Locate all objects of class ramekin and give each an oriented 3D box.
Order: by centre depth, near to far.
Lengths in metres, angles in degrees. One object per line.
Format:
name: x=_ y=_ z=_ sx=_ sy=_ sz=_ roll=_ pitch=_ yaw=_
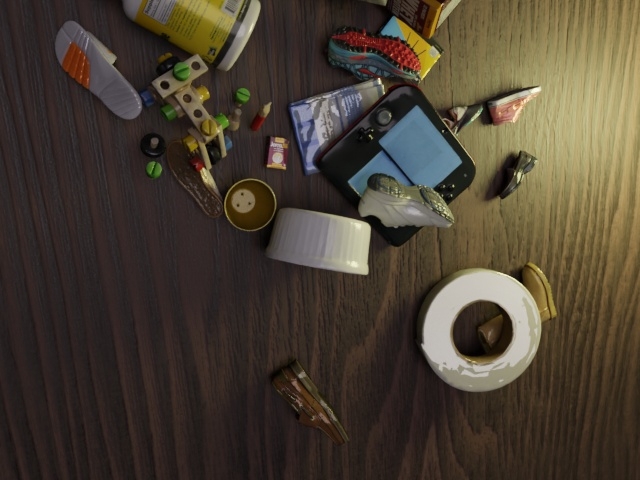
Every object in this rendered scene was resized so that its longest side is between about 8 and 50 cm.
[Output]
ramekin: x=0.000 y=0.000 z=1.452 sx=0.277 sy=0.277 sz=0.135 roll=11 pitch=90 yaw=-22

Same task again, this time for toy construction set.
toy construction set: x=-0.263 y=-0.309 z=1.280 sx=0.309 sy=0.237 sz=0.257 roll=-11 pitch=83 yaw=-24

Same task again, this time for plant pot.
plant pot: x=-0.193 y=-0.099 z=1.449 sx=0.134 sy=0.095 sz=0.134 roll=-4 pitch=103 yaw=-19

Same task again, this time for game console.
game console: x=0.226 y=-0.206 z=1.561 sx=0.342 sy=0.060 sz=0.386 roll=-44 pitch=116 yaw=3

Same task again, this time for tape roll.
tape roll: x=0.495 y=0.280 z=1.744 sx=0.392 sy=0.072 sz=0.392 roll=-1 pitch=96 yaw=-7

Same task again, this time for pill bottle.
pill bottle: x=-0.322 y=-0.547 z=1.260 sx=0.334 sy=0.188 sz=0.188 roll=25 pitch=92 yaw=-22

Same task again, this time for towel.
towel: x=0.062 y=-0.315 z=1.533 sx=0.285 sy=0.034 sz=0.209 roll=-20 pitch=109 yaw=-13

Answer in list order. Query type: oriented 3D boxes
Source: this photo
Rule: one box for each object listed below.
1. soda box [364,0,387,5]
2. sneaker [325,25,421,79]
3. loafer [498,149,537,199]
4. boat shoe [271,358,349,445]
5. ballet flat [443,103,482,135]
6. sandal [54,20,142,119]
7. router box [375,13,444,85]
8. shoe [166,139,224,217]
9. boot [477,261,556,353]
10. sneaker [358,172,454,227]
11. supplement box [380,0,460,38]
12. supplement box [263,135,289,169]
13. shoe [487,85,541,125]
soda box: x=0.032 y=-0.658 z=1.345 sx=0.286 sy=0.098 sz=0.091 roll=17 pitch=96 yaw=10
sneaker: x=0.140 y=-0.486 z=1.484 sx=0.262 sy=0.125 sz=0.104 roll=15 pitch=67 yaw=-13
loafer: x=0.609 y=-0.206 z=1.749 sx=0.061 sy=0.062 sz=0.170 roll=37 pitch=83 yaw=-1
boat shoe: x=-0.031 y=0.494 z=1.634 sx=0.104 sy=0.111 sz=0.307 roll=-35 pitch=101 yaw=-6
ballet flat: x=0.392 y=-0.345 z=1.629 sx=0.203 sy=0.074 sz=0.074 roll=-47 pitch=112 yaw=-3
sandal: x=-0.500 y=-0.382 z=1.278 sx=0.102 sy=0.076 sz=0.265 roll=-41 pitch=91 yaw=19
router box: x=0.239 y=-0.539 z=1.543 sx=0.179 sy=0.046 sz=0.133 roll=38 pitch=87 yaw=-22
shoe: x=-0.319 y=-0.157 z=1.418 sx=0.077 sy=0.058 sz=0.219 roll=-27 pitch=106 yaw=8
boot: x=0.636 y=0.234 z=1.828 sx=0.269 sy=0.089 sz=0.236 roll=-29 pitch=105 yaw=-9
sneaker: x=0.239 y=-0.091 z=1.554 sx=0.297 sy=0.111 sz=0.129 roll=18 pitch=130 yaw=-19
supplement box: x=0.271 y=-0.675 z=1.435 sx=0.191 sy=0.129 sz=0.194 roll=38 pitch=81 yaw=8
supplement box: x=-0.117 y=-0.234 z=1.477 sx=0.055 sy=0.043 sz=0.083 roll=4 pitch=99 yaw=-19
shoe: x=0.597 y=-0.411 z=1.695 sx=0.178 sy=0.063 sz=0.081 roll=-21 pitch=109 yaw=-9
